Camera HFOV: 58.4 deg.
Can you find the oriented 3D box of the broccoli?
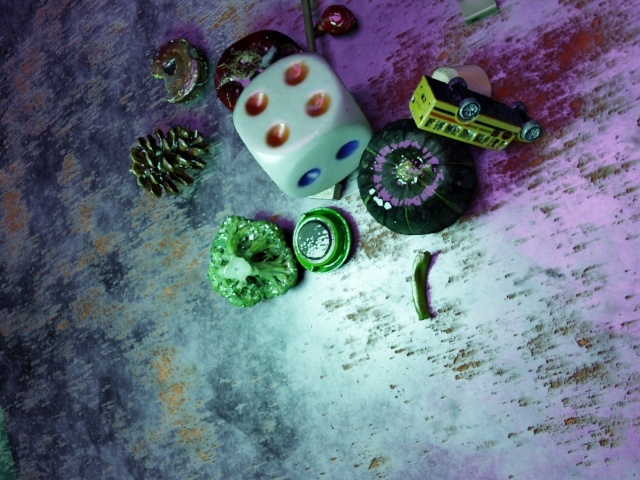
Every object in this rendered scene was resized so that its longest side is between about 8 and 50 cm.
[{"bbox_3d":[-0.222,0.073,1.809,0.307,0.275,0.308,0,97,-1],"label":"broccoli"}]

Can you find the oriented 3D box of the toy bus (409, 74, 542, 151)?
[{"bbox_3d":[0.392,-0.310,1.439,0.123,0.335,0.121,-58,31,38],"label":"toy bus"}]

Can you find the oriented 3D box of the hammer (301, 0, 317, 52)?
[{"bbox_3d":[-0.039,-0.674,1.782,0.111,0.043,0.366,-27,67,58],"label":"hammer"}]

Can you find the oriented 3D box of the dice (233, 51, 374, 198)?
[{"bbox_3d":[-0.042,-0.316,1.609,0.304,0.304,0.277,-34,72,7],"label":"dice"}]

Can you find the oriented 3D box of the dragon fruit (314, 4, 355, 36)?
[{"bbox_3d":[0.024,-0.676,1.774,0.190,0.094,0.094,3,91,41],"label":"dragon fruit"}]

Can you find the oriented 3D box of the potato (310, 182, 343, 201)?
[{"bbox_3d":[0.001,-0.157,1.779,0.122,0.086,0.061,4,89,23],"label":"potato"}]

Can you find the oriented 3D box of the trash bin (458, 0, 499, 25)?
[{"bbox_3d":[0.433,-0.640,1.565,0.092,0.043,0.061,-19,80,27],"label":"trash bin"}]

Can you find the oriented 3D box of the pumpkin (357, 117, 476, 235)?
[{"bbox_3d":[0.254,-0.171,1.545,0.323,0.241,0.324,0,90,25],"label":"pumpkin"}]

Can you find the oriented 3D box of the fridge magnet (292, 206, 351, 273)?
[{"bbox_3d":[0.000,0.000,1.773,0.207,0.088,0.208,-1,89,29],"label":"fridge magnet"}]

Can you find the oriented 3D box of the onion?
[{"bbox_3d":[-0.182,-0.520,1.820,0.313,0.232,0.314,-6,67,14],"label":"onion"}]

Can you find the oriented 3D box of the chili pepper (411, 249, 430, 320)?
[{"bbox_3d":[0.286,0.128,1.634,0.051,0.050,0.202,-2,92,-9],"label":"chili pepper"}]

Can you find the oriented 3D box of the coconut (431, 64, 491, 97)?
[{"bbox_3d":[0.379,-0.399,1.537,0.147,0.152,0.147,32,127,59],"label":"coconut"}]

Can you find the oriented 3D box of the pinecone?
[{"bbox_3d":[-0.525,-0.279,2.001,0.309,0.244,0.244,-22,78,16],"label":"pinecone"}]

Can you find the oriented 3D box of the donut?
[{"bbox_3d":[-0.502,-0.610,2.061,0.230,0.096,0.216,45,107,22],"label":"donut"}]
